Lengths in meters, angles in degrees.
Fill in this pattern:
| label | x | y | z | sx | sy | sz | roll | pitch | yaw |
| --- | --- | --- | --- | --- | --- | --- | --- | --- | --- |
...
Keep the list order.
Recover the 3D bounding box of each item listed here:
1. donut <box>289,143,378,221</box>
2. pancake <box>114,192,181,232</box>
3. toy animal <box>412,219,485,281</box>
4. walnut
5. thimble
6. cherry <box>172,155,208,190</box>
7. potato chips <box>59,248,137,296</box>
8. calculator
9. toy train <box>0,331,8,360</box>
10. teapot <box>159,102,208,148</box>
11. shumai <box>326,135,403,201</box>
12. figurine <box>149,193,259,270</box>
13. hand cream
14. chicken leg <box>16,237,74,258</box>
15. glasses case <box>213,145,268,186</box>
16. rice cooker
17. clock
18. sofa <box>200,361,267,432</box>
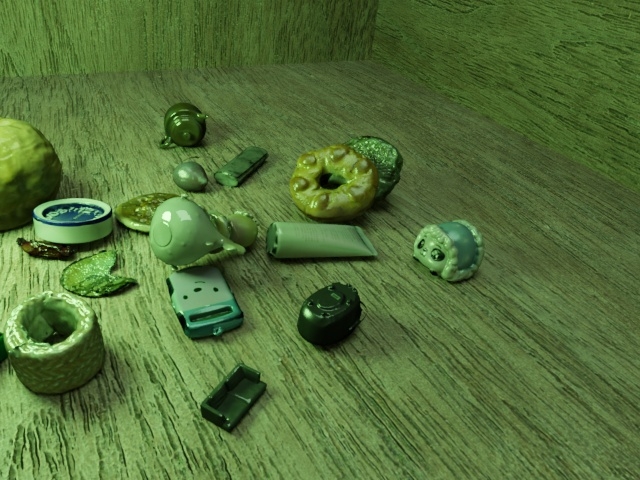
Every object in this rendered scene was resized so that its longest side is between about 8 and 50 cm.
| label | x | y | z | sx | sy | sz | roll | pitch | yaw |
| --- | --- | --- | --- | --- | --- | --- | --- | --- | --- |
| donut | 0.049 | -0.201 | 1.787 | 0.317 | 0.150 | 0.299 | 28 | 73 | 14 |
| pancake | -0.579 | -0.098 | 1.724 | 0.282 | 0.049 | 0.282 | 7 | 33 | -4 |
| toy animal | 0.421 | 0.018 | 1.611 | 0.204 | 0.156 | 0.208 | -7 | 32 | -25 |
| walnut | -1.047 | -0.225 | 1.584 | 0.383 | 0.384 | 0.384 | 4 | 34 | -3 |
| thimble | -0.620 | 0.231 | 1.143 | 0.196 | 0.148 | 0.229 | -9 | 39 | -22 |
| cherry | -0.488 | -0.262 | 1.923 | 0.148 | 0.115 | 0.188 | 4 | 23 | 33 |
| potato chips | -0.651 | 0.100 | 1.441 | 0.220 | 0.029 | 0.202 | 24 | 39 | 29 |
| calculator | -0.329 | 0.167 | 1.367 | 0.173 | 0.051 | 0.293 | -11 | 38 | -25 |
| toy train | -0.832 | 0.252 | 1.134 | 0.227 | 0.091 | 0.136 | 16 | 25 | 17 |
| teapot | -0.619 | -0.500 | 2.197 | 0.267 | 0.185 | 0.175 | -34 | 38 | 8 |
| shumai | 0.193 | -0.259 | 2.000 | 0.309 | 0.304 | 0.263 | 25 | 4 | 22 |
| figurine | -0.312 | -0.014 | 1.488 | 0.274 | 0.227 | 0.394 | 26 | 15 | 28 |
| hand cream | 0.000 | 0.000 | 1.630 | 0.358 | 0.118 | 0.185 | 1 | 30 | -20 |
| chicken leg | -0.858 | 0.022 | 1.502 | 0.205 | 0.053 | 0.093 | 14 | 11 | 0 |
| glasses case | -0.333 | -0.321 | 2.075 | 0.114 | 0.060 | 0.299 | 15 | 35 | 13 |
| rice cooker | 0.031 | 0.197 | 1.317 | 0.142 | 0.118 | 0.203 | 32 | 45 | 33 |
| clock | -0.797 | -0.065 | 1.579 | 0.230 | 0.083 | 0.230 | 5 | 21 | -2 |
| sofa | -0.194 | 0.350 | 1.108 | 0.085 | 0.060 | 0.147 | 22 | 37 | 21 |
